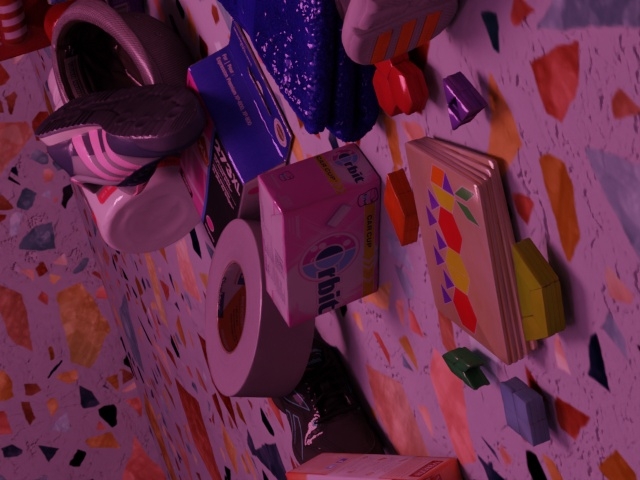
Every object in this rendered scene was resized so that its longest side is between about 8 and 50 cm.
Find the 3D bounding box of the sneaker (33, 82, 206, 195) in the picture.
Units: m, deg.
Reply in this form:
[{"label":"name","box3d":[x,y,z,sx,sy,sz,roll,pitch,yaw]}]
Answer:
[{"label":"sneaker","box3d":[-0.234,-0.120,1.753,0.319,0.112,0.131,5,134,50]}]

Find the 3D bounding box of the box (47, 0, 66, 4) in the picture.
[{"label":"box","box3d":[-0.291,-0.488,1.654,0.290,0.177,0.279,124,126,-70]}]

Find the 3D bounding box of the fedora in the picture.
[{"label":"fedora","box3d":[-0.253,-0.220,1.891,0.275,0.124,0.244,37,136,34]}]

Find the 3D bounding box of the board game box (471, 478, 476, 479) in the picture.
[{"label":"board game box","box3d":[0.126,0.298,1.268,0.210,0.160,0.047,-159,50,-70]}]

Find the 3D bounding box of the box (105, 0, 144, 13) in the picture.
[{"label":"box","box3d":[-0.326,-0.484,1.981,0.201,0.057,0.293,58,161,29]}]

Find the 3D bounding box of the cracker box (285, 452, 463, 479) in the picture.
[{"label":"cracker box","box3d":[0.073,0.317,1.495,0.232,0.067,0.156,-10,100,52]}]

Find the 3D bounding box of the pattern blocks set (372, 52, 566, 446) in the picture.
[{"label":"pattern blocks set","box3d":[0.124,0.001,1.153,0.285,0.026,0.325,-132,27,-53]}]

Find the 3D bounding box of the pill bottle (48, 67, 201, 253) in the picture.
[{"label":"pill bottle","box3d":[-0.309,-0.150,2.110,0.176,0.176,0.318,94,151,-55]}]

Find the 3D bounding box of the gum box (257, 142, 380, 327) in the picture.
[{"label":"gum box","box3d":[0.000,0.000,1.411,0.188,0.107,0.062,89,155,-48]}]

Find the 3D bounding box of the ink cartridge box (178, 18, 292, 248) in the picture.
[{"label":"ink cartridge box","box3d":[-0.114,-0.108,1.744,0.176,0.069,0.371,64,161,19]}]

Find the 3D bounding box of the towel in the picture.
[{"label":"towel","box3d":[-0.044,-0.255,1.306,0.228,0.076,0.308,84,158,-43]}]

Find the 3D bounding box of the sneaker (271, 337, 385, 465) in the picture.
[{"label":"sneaker","box3d":[-0.005,0.198,1.682,0.267,0.101,0.106,-134,31,-53]}]

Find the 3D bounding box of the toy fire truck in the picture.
[{"label":"toy fire truck","box3d":[-0.446,-0.371,1.943,0.169,0.254,0.302,57,160,30]}]

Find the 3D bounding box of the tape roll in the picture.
[{"label":"tape roll","box3d":[-0.077,0.084,1.684,0.219,0.072,0.219,-175,90,-69]}]

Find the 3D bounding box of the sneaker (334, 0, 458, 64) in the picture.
[{"label":"sneaker","box3d":[0.034,-0.262,0.956,0.180,0.124,0.321,65,163,13]}]
